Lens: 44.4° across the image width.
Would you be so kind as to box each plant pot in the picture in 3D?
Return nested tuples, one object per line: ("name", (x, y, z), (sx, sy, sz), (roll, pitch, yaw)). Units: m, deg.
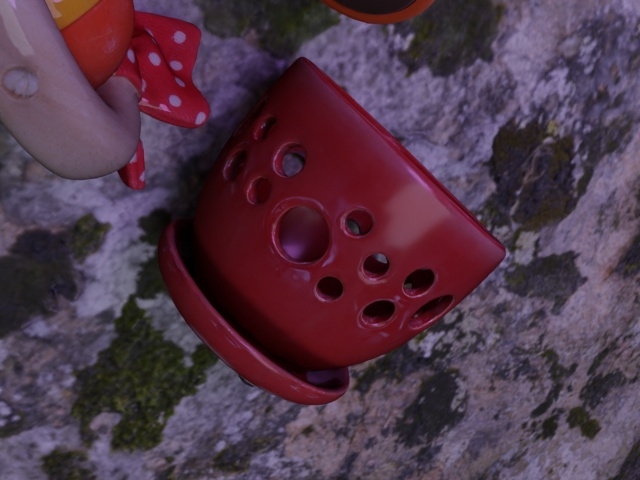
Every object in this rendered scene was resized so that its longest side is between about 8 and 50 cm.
("plant pot", (0.000, 0.000, 0.537), (0.174, 0.191, 0.191), (-46, 130, 12))

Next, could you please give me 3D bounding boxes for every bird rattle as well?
("bird rattle", (-0.134, -0.112, 0.368), (0.143, 0.206, 0.253), (-11, 130, -2))

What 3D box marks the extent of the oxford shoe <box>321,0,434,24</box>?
("oxford shoe", (-0.038, -0.289, 0.408), (0.363, 0.130, 0.132), (48, 56, -33))
